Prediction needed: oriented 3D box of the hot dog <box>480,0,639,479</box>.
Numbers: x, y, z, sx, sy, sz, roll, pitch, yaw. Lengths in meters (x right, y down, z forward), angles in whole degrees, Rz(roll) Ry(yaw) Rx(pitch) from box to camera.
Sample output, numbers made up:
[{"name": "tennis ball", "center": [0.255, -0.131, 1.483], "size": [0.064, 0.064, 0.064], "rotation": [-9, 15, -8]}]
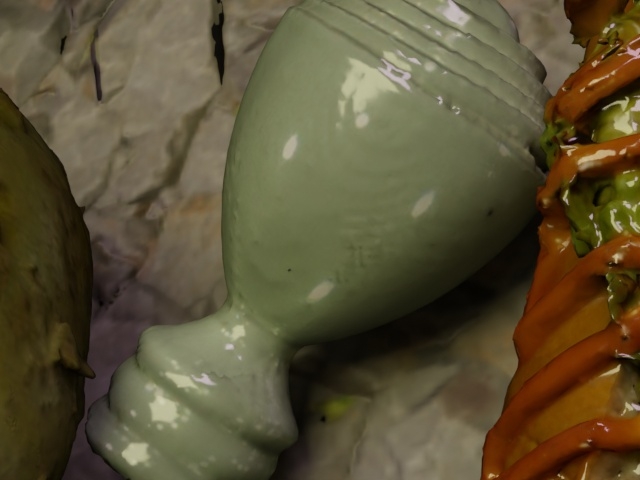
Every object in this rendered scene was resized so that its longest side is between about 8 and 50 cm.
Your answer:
[{"name": "hot dog", "center": [0.138, -0.038, 0.515], "size": [0.158, 0.117, 0.349], "rotation": [6, 66, 31]}]

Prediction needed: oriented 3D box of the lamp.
[{"name": "lamp", "center": [0.000, 0.000, 0.584], "size": [0.106, 0.106, 0.193], "rotation": [38, 94, 38]}]

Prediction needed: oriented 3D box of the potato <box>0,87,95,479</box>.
[{"name": "potato", "center": [-0.217, 0.026, 0.584], "size": [0.307, 0.173, 0.210], "rotation": [-2, 60, 9]}]
